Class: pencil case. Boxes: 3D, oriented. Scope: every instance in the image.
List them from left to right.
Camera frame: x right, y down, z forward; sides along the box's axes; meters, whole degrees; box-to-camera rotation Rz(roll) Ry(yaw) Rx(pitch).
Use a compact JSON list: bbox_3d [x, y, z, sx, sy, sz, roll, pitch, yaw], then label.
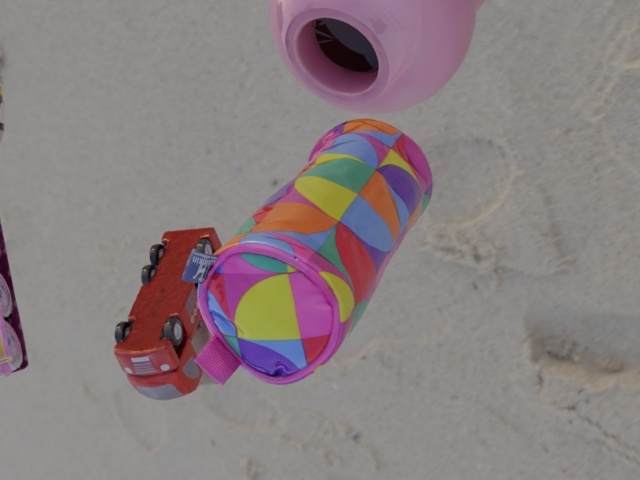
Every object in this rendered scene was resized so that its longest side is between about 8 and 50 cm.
[{"bbox_3d":[0.000,0.000,0.758,0.104,0.236,0.104,10,118,19],"label":"pencil case"}]

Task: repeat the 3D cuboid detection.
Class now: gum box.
[{"bbox_3d":[-0.385,0.063,1.229,0.107,0.062,0.188,-16,73,1],"label":"gum box"}]

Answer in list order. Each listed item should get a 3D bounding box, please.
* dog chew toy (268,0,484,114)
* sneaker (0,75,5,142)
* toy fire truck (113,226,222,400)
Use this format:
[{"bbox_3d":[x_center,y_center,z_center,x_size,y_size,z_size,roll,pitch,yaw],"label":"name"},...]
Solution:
[{"bbox_3d":[0.086,-0.278,1.182,0.207,0.332,0.206,19,139,17],"label":"dog chew toy"},{"bbox_3d":[-0.342,-0.087,1.027,0.185,0.070,0.084,-21,71,46],"label":"sneaker"},{"bbox_3d":[-0.094,0.066,0.901,0.047,0.192,0.135,-6,128,18],"label":"toy fire truck"}]
